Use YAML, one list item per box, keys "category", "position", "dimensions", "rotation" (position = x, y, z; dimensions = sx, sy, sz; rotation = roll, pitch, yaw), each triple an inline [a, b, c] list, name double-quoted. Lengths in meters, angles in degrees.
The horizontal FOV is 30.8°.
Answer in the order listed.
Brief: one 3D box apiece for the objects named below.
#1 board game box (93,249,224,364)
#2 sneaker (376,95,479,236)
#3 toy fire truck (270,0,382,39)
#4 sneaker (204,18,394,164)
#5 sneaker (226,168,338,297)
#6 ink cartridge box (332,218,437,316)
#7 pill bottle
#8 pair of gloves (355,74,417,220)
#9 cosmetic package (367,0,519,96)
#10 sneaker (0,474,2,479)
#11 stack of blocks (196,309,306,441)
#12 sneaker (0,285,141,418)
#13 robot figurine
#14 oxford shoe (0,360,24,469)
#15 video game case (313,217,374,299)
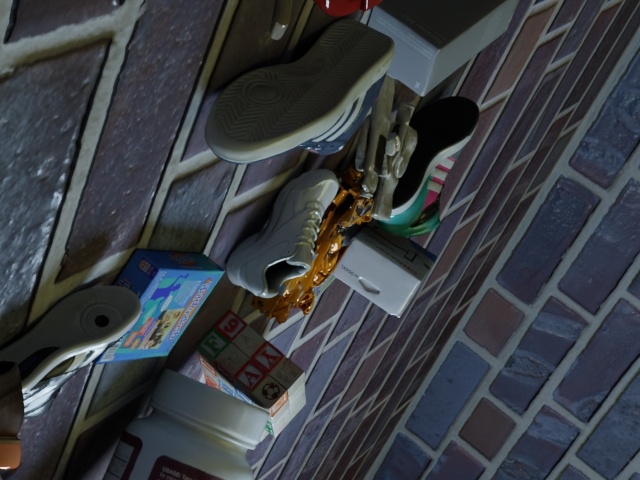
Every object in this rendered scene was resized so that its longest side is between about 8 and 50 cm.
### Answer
- category: "board game box"
  position: [-0.232, 0.091, 1.613]
  dimensions: [0.160, 0.047, 0.210]
  rotation: [-55, 163, 9]
- category: "sneaker"
  position: [0.194, -0.116, 2.137]
  dimensions: [0.295, 0.123, 0.178]
  rotation: [-49, 156, -23]
- category: "toy fire truck"
  position: [0.009, -0.314, 1.281]
  dimensions: [0.246, 0.158, 0.217]
  rotation: [-34, 159, -16]
- category: "sneaker"
  position: [-0.024, -0.156, 1.510]
  dimensions: [0.350, 0.131, 0.148]
  rotation: [-37, 153, -42]
- category: "sneaker"
  position: [-0.035, -0.002, 1.795]
  dimensions: [0.232, 0.115, 0.090]
  rotation: [-53, 138, 0]
- category: "ink cartridge box"
  position: [0.121, 0.046, 2.138]
  dimensions: [0.086, 0.148, 0.203]
  rotation: [-58, 175, 16]
- category: "pill bottle"
  position: [-0.242, 0.418, 1.843]
  dimensions: [0.224, 0.224, 0.392]
  rotation: [54, 58, -73]
- category: "pair of gloves"
  position: [0.112, -0.147, 1.898]
  dimensions: [0.240, 0.042, 0.204]
  rotation: [42, 61, -69]
- category: "cosmetic package"
  position: [0.181, -0.327, 1.715]
  dimensions: [0.238, 0.127, 0.107]
  rotation: [-41, 160, -39]
- category: "sneaker"
  position: [-0.392, 0.477, 1.612]
  dimensions: [0.366, 0.137, 0.210]
  rotation: [44, 75, -34]
- category: "stack of blocks"
  position: [-0.116, 0.259, 2.053]
  dimensions: [0.087, 0.171, 0.297]
  rotation: [-46, 163, -19]
- category: "sneaker"
  position: [-0.323, 0.144, 1.450]
  dimensions: [0.217, 0.079, 0.121]
  rotation: [-32, 159, -30]
- category: "robot figurine"
  position: [0.000, 0.000, 1.977]
  dimensions: [0.291, 0.085, 0.211]
  rotation: [-58, 164, 18]
- category: "oxford shoe"
  position: [-0.430, 0.155, 1.165]
  dimensions: [0.363, 0.130, 0.133]
  rotation: [32, 63, -67]
- category: "video game case"
  position: [0.043, 0.000, 2.201]
  dimensions: [0.212, 0.023, 0.193]
  rotation: [-49, 163, -15]
